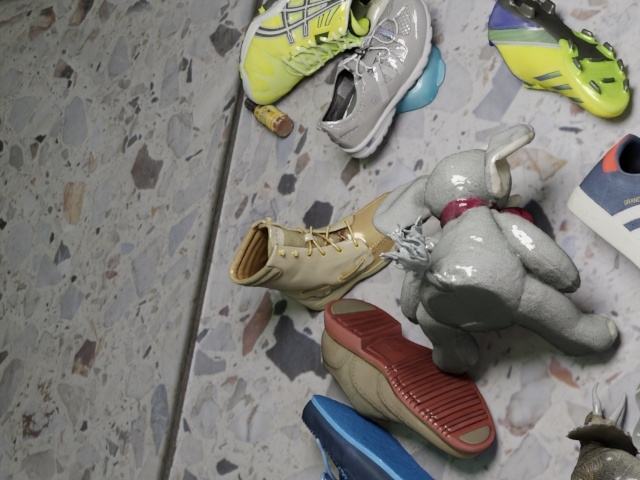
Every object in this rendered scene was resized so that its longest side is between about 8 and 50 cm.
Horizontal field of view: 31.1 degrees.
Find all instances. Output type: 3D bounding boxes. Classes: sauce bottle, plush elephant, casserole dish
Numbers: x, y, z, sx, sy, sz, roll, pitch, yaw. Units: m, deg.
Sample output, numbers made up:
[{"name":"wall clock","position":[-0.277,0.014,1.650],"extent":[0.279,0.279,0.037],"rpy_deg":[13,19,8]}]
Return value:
[{"name":"sauce bottle","position":[-0.098,-0.230,2.109],"extent":[0.128,0.042,0.042],"rpy_deg":[36,100,46]},{"name":"plush elephant","position":[0.215,-0.005,1.558],"extent":[0.272,0.330,0.255],"rpy_deg":[-17,45,39]},{"name":"casserole dish","position":[0.123,-0.269,1.914],"extent":[0.188,0.037,0.114],"rpy_deg":[-7,70,42]}]

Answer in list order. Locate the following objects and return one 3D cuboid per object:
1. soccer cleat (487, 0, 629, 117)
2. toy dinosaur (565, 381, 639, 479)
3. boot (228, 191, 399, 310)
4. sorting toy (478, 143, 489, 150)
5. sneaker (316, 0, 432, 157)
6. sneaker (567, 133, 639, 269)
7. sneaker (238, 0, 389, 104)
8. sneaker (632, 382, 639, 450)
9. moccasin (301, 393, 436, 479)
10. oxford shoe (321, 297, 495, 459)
[{"name":"soccer cleat","position":[0.344,-0.255,1.677],"extent":[0.289,0.093,0.121],"rpy_deg":[54,143,37]},{"name":"toy dinosaur","position":[0.374,0.323,1.381],"extent":[0.313,0.121,0.160],"rpy_deg":[49,121,47]},{"name":"boot","position":[0.000,0.000,1.805],"extent":[0.262,0.203,0.095],"rpy_deg":[-42,50,27]},{"name":"sorting toy","position":[0.243,-0.106,1.733],"extent":[0.075,0.045,0.083],"rpy_deg":[-43,48,14]},{"name":"sneaker","position":[0.087,-0.274,1.840],"extent":[0.105,0.115,0.281],"rpy_deg":[23,91,46]},{"name":"sneaker","position":[0.457,-0.018,1.423],"extent":[0.148,0.131,0.350],"rpy_deg":[-59,44,16]},{"name":"sneaker","position":[-0.001,-0.375,1.999],"extent":[0.384,0.145,0.147],"rpy_deg":[-47,47,23]},{"name":"sneaker","position":[0.421,0.213,1.410],"extent":[0.054,0.061,0.152],"rpy_deg":[-39,18,43]},{"name":"moccasin","position":[0.069,0.350,1.654],"extent":[0.342,0.138,0.116],"rpy_deg":[41,108,46]},{"name":"oxford shoe","position":[0.123,0.223,1.692],"extent":[0.348,0.123,0.130],"rpy_deg":[43,132,43]}]
